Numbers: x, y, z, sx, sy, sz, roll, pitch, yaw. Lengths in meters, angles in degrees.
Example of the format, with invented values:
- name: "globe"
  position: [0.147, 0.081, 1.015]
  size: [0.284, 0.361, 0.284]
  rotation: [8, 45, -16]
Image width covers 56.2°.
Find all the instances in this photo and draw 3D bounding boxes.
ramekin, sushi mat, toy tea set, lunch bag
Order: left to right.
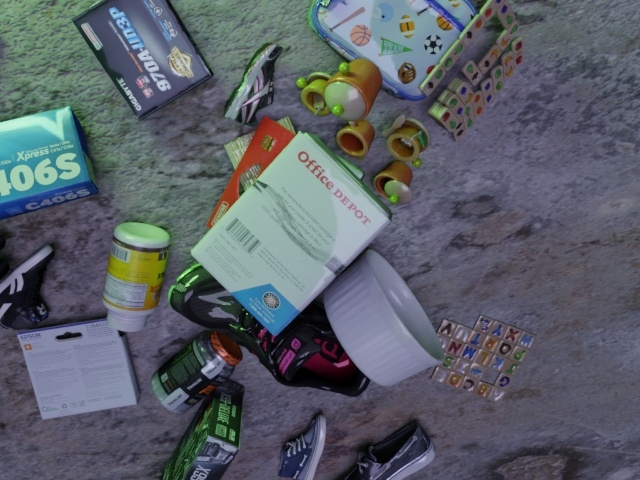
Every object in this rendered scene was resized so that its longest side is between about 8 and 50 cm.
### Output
- name: "sushi mat"
  position: [-0.070, -0.088, 1.246]
  size: [0.151, 0.019, 0.317]
  rotation: [-23, 95, 13]
- name: "toy tea set"
  position: [0.088, -0.197, 1.171]
  size: [0.336, 0.200, 0.124]
  rotation: [46, 57, -18]
- name: "ramekin"
  position: [0.127, 0.169, 1.258]
  size: [0.135, 0.277, 0.277]
  rotation: [-36, 107, 14]
- name: "lunch bag"
  position: [0.136, -0.436, 1.150]
  size: [0.303, 0.115, 0.243]
  rotation: [35, 99, -15]

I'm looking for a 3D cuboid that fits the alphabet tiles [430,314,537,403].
- name: "alphabet tiles"
  position: [0.376, 0.276, 1.443]
  size: [0.237, 0.009, 0.198]
  rotation: [20, 105, -11]

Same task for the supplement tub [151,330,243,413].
- name: "supplement tub"
  position: [-0.273, 0.288, 1.340]
  size: [0.190, 0.117, 0.117]
  rotation: [-39, 106, 9]

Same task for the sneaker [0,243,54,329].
- name: "sneaker"
  position: [-0.614, 0.109, 1.284]
  size: [0.216, 0.079, 0.121]
  rotation: [-37, 110, 16]

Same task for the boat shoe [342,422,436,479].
- name: "boat shoe"
  position: [0.134, 0.551, 1.460]
  size: [0.301, 0.108, 0.102]
  rotation: [-32, 107, 3]

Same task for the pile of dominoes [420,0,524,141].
- name: "pile of dominoes"
  position: [0.317, -0.326, 1.176]
  size: [0.251, 0.040, 0.196]
  rotation: [-51, 137, 6]

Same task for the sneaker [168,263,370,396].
- name: "sneaker"
  position: [-0.084, 0.184, 1.264]
  size: [0.482, 0.202, 0.185]
  rotation: [25, 99, -14]

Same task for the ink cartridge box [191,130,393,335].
- name: "ink cartridge box"
  position: [-0.048, -0.016, 1.117]
  size: [0.223, 0.129, 0.307]
  rotation: [45, 103, 1]

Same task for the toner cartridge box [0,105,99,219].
- name: "toner cartridge box"
  position: [-0.620, -0.127, 1.134]
  size: [0.347, 0.075, 0.165]
  rotation: [-18, 76, -12]

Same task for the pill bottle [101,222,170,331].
- name: "pill bottle"
  position: [-0.392, 0.079, 1.265]
  size: [0.117, 0.117, 0.215]
  rotation: [13, 106, -8]

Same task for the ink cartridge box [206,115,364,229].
- name: "ink cartridge box"
  position: [-0.080, -0.078, 1.209]
  size: [0.238, 0.060, 0.275]
  rotation: [31, 103, 2]

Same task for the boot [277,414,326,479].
- name: "boot"
  position: [-0.045, 0.503, 1.448]
  size: [0.086, 0.069, 0.190]
  rotation: [11, 108, -11]

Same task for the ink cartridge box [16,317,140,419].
- name: "ink cartridge box"
  position: [-0.542, 0.282, 1.355]
  size: [0.223, 0.045, 0.224]
  rotation: [-8, 107, -2]

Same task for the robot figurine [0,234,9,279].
- name: "robot figurine"
  position: [-0.783, 0.038, 1.198]
  size: [0.277, 0.173, 0.209]
  rotation: [1, 74, -5]

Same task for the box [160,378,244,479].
- name: "box"
  position: [-0.277, 0.493, 1.339]
  size: [0.076, 0.242, 0.308]
  rotation: [28, 103, -12]

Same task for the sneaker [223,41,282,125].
- name: "sneaker"
  position: [-0.121, -0.310, 1.200]
  size: [0.077, 0.072, 0.178]
  rotation: [27, 112, -24]

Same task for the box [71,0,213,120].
- name: "box"
  position: [-0.340, -0.373, 1.162]
  size: [0.175, 0.051, 0.220]
  rotation: [-29, 108, 5]
